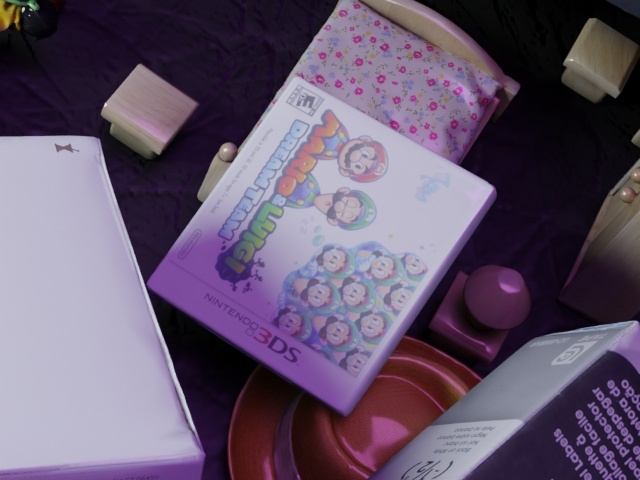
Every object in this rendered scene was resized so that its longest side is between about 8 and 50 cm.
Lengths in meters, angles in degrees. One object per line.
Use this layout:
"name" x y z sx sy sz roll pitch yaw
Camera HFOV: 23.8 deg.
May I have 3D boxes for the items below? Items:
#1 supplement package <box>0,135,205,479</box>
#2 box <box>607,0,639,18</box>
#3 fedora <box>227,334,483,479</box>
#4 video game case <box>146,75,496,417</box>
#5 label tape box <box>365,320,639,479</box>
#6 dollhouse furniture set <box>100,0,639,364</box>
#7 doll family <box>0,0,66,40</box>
"supplement package" -0.190 0.076 0.738 0.204 0.145 0.262 -2 35 -19
"box" 0.233 -0.329 1.006 0.312 0.179 0.343 34 52 24
"fedora" 0.046 0.123 0.887 0.194 0.079 0.194 8 62 -14
"video game case" 0.000 0.000 0.876 0.143 0.019 0.157 31 78 20
"label tape box" 0.087 0.241 0.771 0.348 0.115 0.249 -37 98 -27
"dollhouse furniture set" 0.098 -0.117 0.973 0.355 0.174 0.303 32 58 0
"doll family" -0.223 -0.134 0.943 0.111 0.076 0.193 35 64 -3
